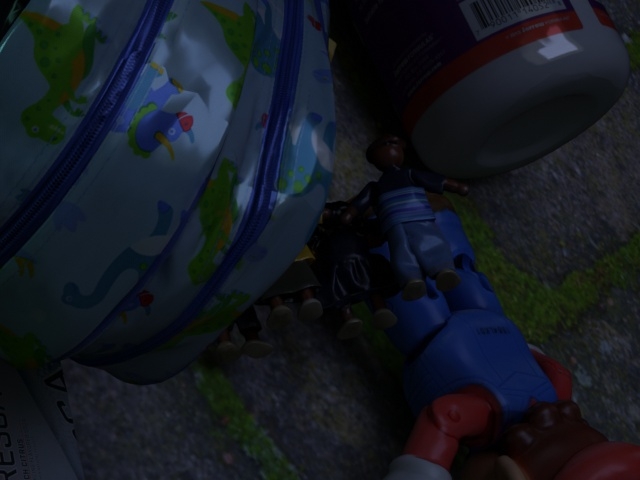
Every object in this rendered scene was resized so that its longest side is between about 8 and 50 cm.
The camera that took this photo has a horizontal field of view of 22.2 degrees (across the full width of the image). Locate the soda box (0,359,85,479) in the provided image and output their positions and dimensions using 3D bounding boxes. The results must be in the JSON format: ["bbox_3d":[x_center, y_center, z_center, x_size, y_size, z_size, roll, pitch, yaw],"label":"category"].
[{"bbox_3d":[-0.167,0.113,0.855,0.063,0.058,0.183,9,54,-41],"label":"soda box"}]

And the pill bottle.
[{"bbox_3d":[0.102,-0.222,1.306,0.181,0.181,0.323,-3,62,-47],"label":"pill bottle"}]

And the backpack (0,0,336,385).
[{"bbox_3d":[-0.122,-0.094,0.831,0.273,0.290,0.355,45,19,-12],"label":"backpack"}]

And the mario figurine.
[{"bbox_3d":[0.091,0.128,1.088,0.198,0.170,0.320,-23,61,-15],"label":"mario figurine"}]

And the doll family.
[{"bbox_3d":[0.000,0.000,1.035,0.193,0.076,0.111,-9,57,-12],"label":"doll family"}]

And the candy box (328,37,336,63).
[{"bbox_3d":[-0.082,-0.153,1.167,0.187,0.053,0.109,38,39,-18],"label":"candy box"}]
